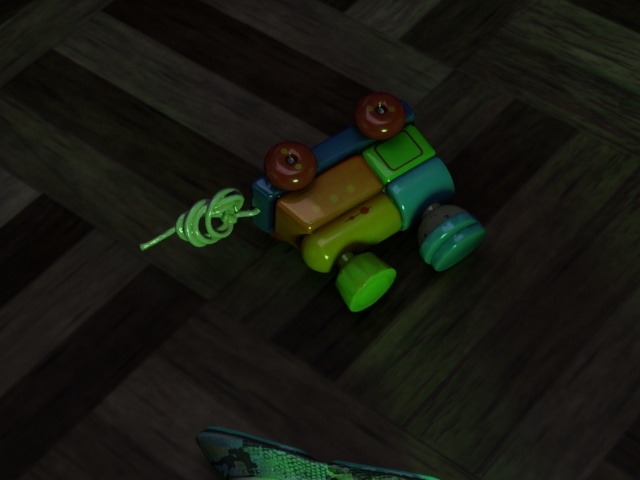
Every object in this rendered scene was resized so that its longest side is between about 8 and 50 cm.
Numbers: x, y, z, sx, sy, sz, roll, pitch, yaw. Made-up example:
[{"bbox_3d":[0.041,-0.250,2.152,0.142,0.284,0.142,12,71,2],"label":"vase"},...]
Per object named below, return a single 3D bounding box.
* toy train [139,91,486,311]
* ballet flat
[{"bbox_3d":[0.000,0.000,1.144,0.248,0.105,0.143,-30,67,-18],"label":"toy train"},{"bbox_3d":[-0.008,0.179,1.012,0.188,0.070,0.070,10,52,18],"label":"ballet flat"}]
